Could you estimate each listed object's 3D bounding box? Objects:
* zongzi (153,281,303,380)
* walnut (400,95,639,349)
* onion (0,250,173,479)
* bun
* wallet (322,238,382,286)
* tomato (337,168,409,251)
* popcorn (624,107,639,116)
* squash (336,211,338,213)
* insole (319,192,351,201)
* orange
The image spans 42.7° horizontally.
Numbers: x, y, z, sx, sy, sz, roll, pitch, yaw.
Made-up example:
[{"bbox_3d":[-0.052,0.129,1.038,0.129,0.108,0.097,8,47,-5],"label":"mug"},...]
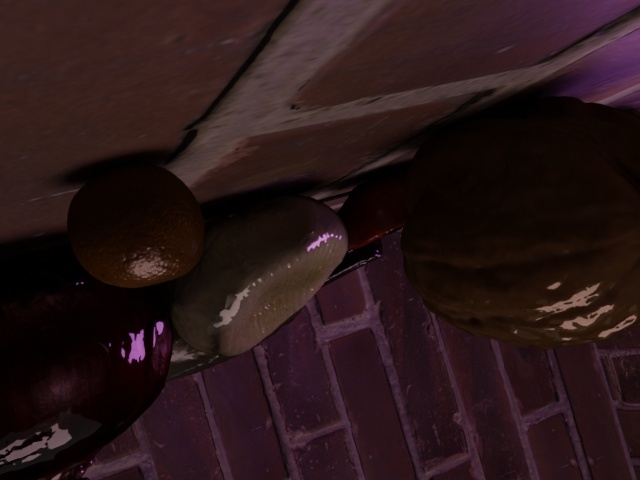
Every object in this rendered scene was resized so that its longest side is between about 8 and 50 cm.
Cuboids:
[{"bbox_3d":[-0.236,0.097,1.071,0.356,0.174,0.393,-24,167,36],"label":"zongzi"},{"bbox_3d":[0.192,-0.012,0.743,0.257,0.257,0.224,-20,-152,55],"label":"walnut"},{"bbox_3d":[-0.284,0.138,0.758,0.313,0.232,0.314,-16,179,0],"label":"onion"},{"bbox_3d":[-0.077,0.021,0.859,0.222,0.127,0.222,-39,161,-16],"label":"bun"},{"bbox_3d":[0.011,0.033,1.535,0.229,0.049,0.182,-27,-161,16],"label":"wallet"},{"bbox_3d":[0.072,-0.039,0.953,0.155,0.069,0.155,-25,178,-1],"label":"tomato"},{"bbox_3d":[0.355,-0.055,1.051,0.233,0.192,0.266,-22,-165,-5],"label":"popcorn"},{"bbox_3d":[0.000,0.000,1.417,0.066,0.066,0.252,-15,178,-20],"label":"squash"},{"bbox_3d":[-0.016,-0.046,1.058,0.135,0.002,0.045,-15,178,-15],"label":"insole"},{"bbox_3d":[-0.110,-0.007,0.494,0.085,0.085,0.085,-16,177,-1],"label":"orange"}]
